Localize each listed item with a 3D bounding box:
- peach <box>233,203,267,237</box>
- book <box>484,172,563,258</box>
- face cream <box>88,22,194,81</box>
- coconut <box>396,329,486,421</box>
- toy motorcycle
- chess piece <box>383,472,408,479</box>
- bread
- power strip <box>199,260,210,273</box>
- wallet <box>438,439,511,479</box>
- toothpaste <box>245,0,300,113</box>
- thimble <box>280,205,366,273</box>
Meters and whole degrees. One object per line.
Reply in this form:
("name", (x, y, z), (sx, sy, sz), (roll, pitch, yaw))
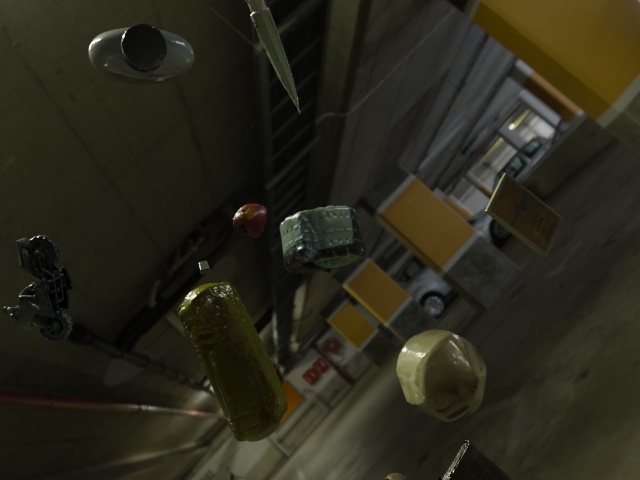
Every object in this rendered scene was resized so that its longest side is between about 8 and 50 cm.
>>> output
("peach", (-0.145, -0.049, 1.431), (0.083, 0.077, 0.050), (-31, -18, -49))
("book", (0.632, -0.079, 2.034), (0.170, 0.241, 0.018), (-58, 8, -27))
("face cream", (-0.248, -0.255, 0.911), (0.291, 0.143, 0.071), (-142, 50, -72))
("coconut", (0.286, 0.310, 1.509), (0.224, 0.224, 0.224), (-46, -8, -9))
("toy motorcycle", (-0.701, 0.120, 1.623), (0.106, 0.159, 0.271), (-52, -42, -72))
("chess piece", (0.158, 0.516, 1.334), (0.038, 0.084, 0.084), (-8, -26, -23))
("bread", (-0.189, 0.275, 1.523), (0.112, 0.384, 0.166), (-21, 4, 40))
("power strip", (-0.338, 0.078, 1.908), (0.027, 0.017, 0.083), (-10, 19, -13))
("wallet", (0.241, 0.483, 1.166), (0.230, 0.124, 0.042), (-49, 10, -19))
("toothpaste", (-0.110, -0.472, 1.668), (0.056, 0.314, 0.058), (-9, 18, 44))
("thimble", (0.000, 0.000, 1.761), (0.237, 0.150, 0.237), (-11, -14, -3))
